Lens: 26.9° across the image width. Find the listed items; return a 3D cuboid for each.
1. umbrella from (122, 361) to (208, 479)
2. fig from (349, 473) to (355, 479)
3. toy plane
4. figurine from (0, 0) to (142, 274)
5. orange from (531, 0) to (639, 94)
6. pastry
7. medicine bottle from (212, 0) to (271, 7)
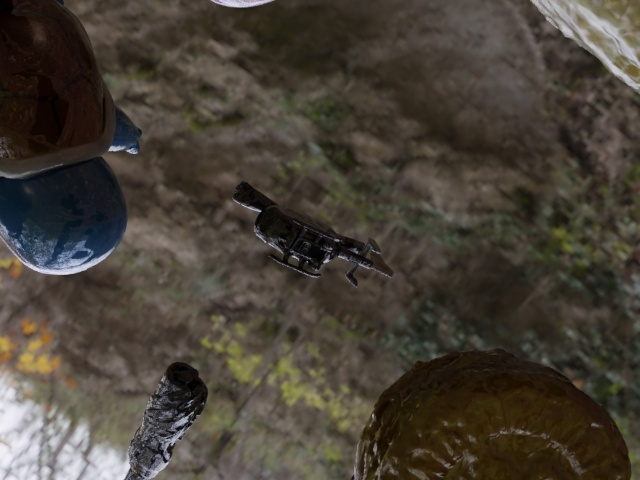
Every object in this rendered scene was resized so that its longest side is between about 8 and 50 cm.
[{"bbox_3d":[-0.195,0.246,1.617,0.071,0.248,0.071,17,-147,-12],"label":"umbrella"},{"bbox_3d":[0.091,0.250,1.285,0.128,0.128,0.150,34,167,-5],"label":"fig"},{"bbox_3d":[0.001,0.001,1.390,0.197,0.053,0.078,23,-159,-29],"label":"toy plane"},{"bbox_3d":[-0.328,-0.172,1.487,0.298,0.243,0.416,-18,-76,-38],"label":"figurine"},{"bbox_3d":[0.271,-0.180,0.657,0.369,0.271,0.210,-3,-159,-8],"label":"orange"},{"bbox_3d":[0.116,0.169,0.914,0.189,0.188,0.103,31,-173,-11],"label":"pastry"},{"bbox_3d":[-0.095,-0.285,0.908,0.254,0.152,0.152,41,-161,-47],"label":"medicine bottle"}]
